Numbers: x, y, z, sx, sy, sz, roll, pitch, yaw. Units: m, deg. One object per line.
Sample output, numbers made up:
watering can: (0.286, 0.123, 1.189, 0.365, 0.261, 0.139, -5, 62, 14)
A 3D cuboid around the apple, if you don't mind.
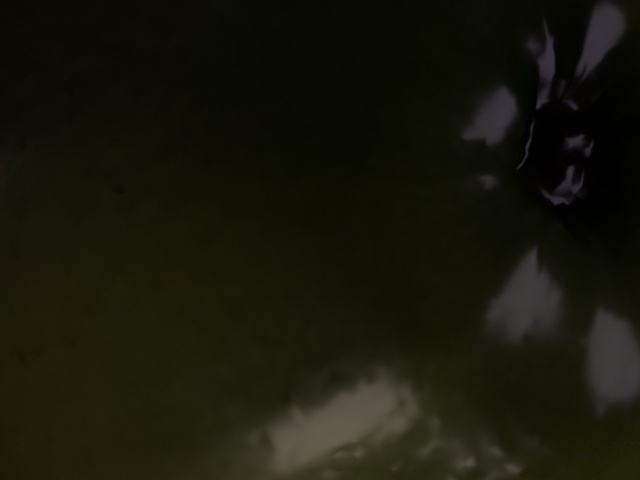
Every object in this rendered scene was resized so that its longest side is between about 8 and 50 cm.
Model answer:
apple: (0.000, 0.000, 0.574, 0.279, 0.279, 0.279, -3, 155, -1)
